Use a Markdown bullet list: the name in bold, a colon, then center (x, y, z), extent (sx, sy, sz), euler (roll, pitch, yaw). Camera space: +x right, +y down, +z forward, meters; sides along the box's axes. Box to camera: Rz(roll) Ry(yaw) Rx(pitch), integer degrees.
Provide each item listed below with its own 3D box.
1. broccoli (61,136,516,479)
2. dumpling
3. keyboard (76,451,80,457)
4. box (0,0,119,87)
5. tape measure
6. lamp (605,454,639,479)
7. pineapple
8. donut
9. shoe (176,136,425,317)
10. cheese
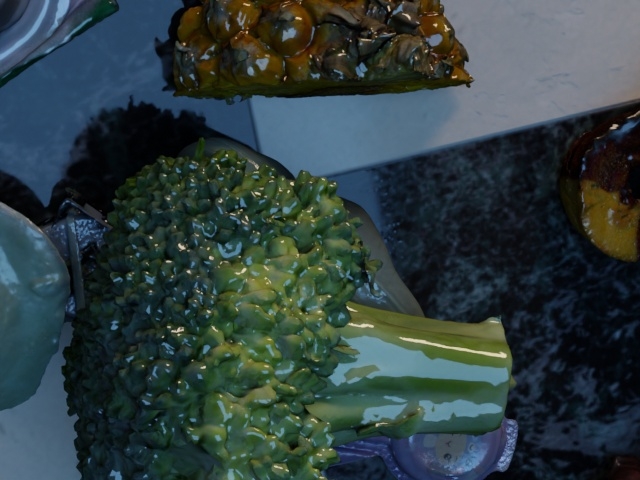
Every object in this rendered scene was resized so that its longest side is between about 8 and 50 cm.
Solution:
- **broccoli**: center (-0.040, 0.125, 0.822), extent (0.301, 0.249, 0.375), euler (16, 125, 17)
- **dumpling**: center (-0.265, 0.027, 0.877), extent (0.149, 0.105, 0.217), euler (-27, 111, -12)
- **keyboard**: center (-0.118, 0.140, 0.990), extent (0.166, 0.017, 0.055), euler (-40, 104, -5)
- **box**: center (-0.333, -0.225, 0.811), extent (0.264, 0.106, 0.337), euler (-36, 109, -7)
- **tape measure**: center (-0.184, 0.013, 0.926), extent (0.091, 0.054, 0.094), euler (-40, 106, 1)
- **lamp**: center (0.363, 0.261, 1.092), extent (0.223, 0.151, 0.215), euler (-11, 101, 31)
- **pineapple**: center (0.017, -0.175, 0.894), extent (0.249, 0.164, 0.140), euler (-3, 94, -12)
- **donut**: center (0.270, -0.052, 1.037), extent (0.140, 0.059, 0.141), euler (-3, 101, -16)
- **shoe**: center (0.000, 0.000, 0.949), extent (0.251, 0.103, 0.100), euler (46, 57, -8)
- **cheese**: center (0.081, 0.164, 1.036), extent (0.190, 0.042, 0.105), euler (10, 96, -15)
